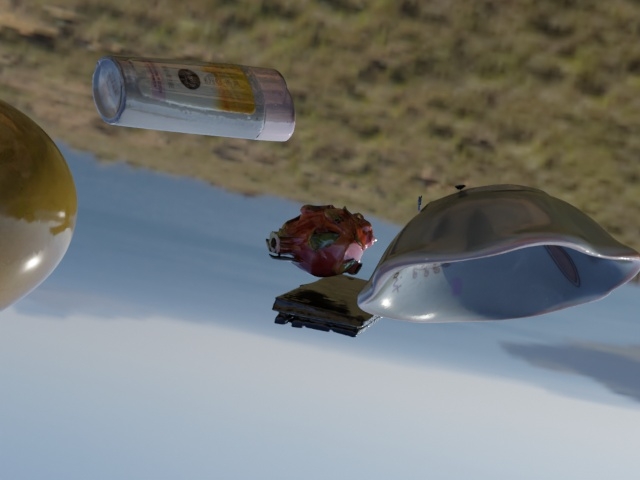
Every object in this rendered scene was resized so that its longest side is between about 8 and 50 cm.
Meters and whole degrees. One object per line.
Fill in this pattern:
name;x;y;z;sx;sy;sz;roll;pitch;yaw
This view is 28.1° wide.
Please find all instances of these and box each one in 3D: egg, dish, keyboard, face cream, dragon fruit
egg;-0.385;-0.031;1.175;0.322;0.250;0.250;1;175;-1
dish;0.136;0.003;1.024;0.229;0.081;0.229;-4;162;-1
keyboard;0.025;0.067;1.393;0.106;0.027;0.317;12;-174;11
face cream;-0.155;-0.181;1.617;0.269;0.107;0.073;1;155;-41
dragon fruit;0.000;0.001;1.392;0.116;0.081;0.086;-9;-150;-38
